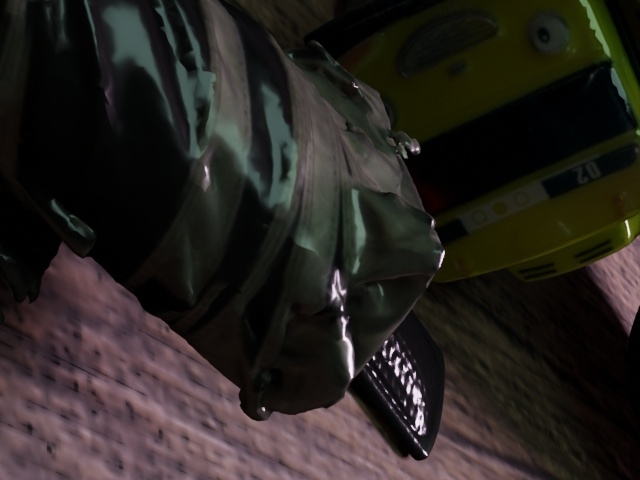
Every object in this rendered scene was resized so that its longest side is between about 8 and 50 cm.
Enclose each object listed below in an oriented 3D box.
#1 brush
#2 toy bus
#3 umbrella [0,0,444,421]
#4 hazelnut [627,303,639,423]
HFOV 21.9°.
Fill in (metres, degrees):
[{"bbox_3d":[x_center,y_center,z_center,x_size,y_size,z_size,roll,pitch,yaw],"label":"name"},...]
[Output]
[{"bbox_3d":[0.000,0.000,0.615,0.193,0.016,0.063,54,28,-27],"label":"brush"},{"bbox_3d":[0.109,-0.074,0.757,0.150,0.128,0.262,67,25,-3],"label":"toy bus"},{"bbox_3d":[-0.111,-0.080,0.402,0.358,0.106,0.113,41,26,-31],"label":"umbrella"},{"bbox_3d":[0.262,0.046,0.843,0.217,0.217,0.251,-82,164,-46],"label":"hazelnut"}]
